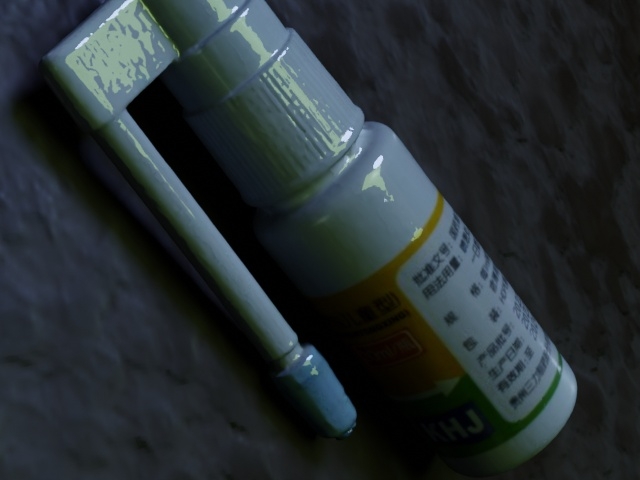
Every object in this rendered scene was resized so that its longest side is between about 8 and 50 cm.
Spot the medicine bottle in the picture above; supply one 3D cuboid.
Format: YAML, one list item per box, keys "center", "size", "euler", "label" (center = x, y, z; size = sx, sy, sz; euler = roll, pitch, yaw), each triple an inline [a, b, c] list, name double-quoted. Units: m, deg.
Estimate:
- center: [0.000, 0.000, 0.440]
  size: [0.220, 0.061, 0.092]
  euler: [51, 59, -21]
  label: "medicine bottle"
